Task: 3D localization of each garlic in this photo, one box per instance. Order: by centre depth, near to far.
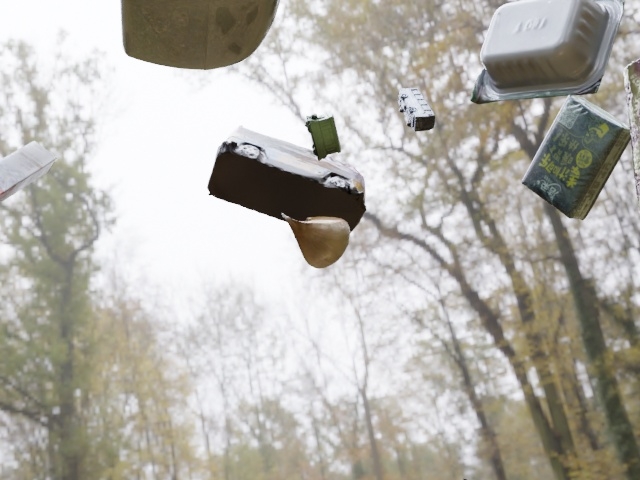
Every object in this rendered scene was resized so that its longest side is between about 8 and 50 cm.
[{"bbox_3d":[0.007,-0.006,2.110,0.115,0.128,0.207,-15,-8,12],"label":"garlic"}]

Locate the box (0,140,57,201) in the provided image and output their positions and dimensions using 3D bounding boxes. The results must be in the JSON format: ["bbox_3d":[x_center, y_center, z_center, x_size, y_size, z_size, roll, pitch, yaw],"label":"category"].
[{"bbox_3d":[-0.514,-0.110,1.599,0.055,0.218,0.039,37,-66,-5],"label":"box"}]

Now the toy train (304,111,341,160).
[{"bbox_3d":[0.005,-0.200,1.823,0.056,0.038,0.093,-16,-63,-2],"label":"toy train"}]

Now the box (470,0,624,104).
[{"bbox_3d":[0.488,-0.451,2.154,0.337,0.264,0.106,2,-24,48],"label":"box"}]

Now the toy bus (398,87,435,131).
[{"bbox_3d":[0.235,-0.324,2.366,0.065,0.166,0.047,-5,-55,-10],"label":"toy bus"}]

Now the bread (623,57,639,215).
[{"bbox_3d":[0.741,-0.215,2.002,0.187,0.338,0.155,0,-12,-17],"label":"bread"}]

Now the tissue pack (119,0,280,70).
[{"bbox_3d":[-0.169,-0.416,1.381,0.236,0.333,0.229,1,-31,-10],"label":"tissue pack"}]

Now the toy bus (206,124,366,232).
[{"bbox_3d":[-0.069,-0.152,2.376,0.386,0.162,0.171,19,-52,-3],"label":"toy bus"}]

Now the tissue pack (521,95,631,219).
[{"bbox_3d":[0.624,-0.203,2.351,0.081,0.185,0.257,5,-60,-40],"label":"tissue pack"}]

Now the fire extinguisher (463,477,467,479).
[{"bbox_3d":[0.331,0.649,2.090,0.075,0.252,0.106,0,-39,7],"label":"fire extinguisher"}]
